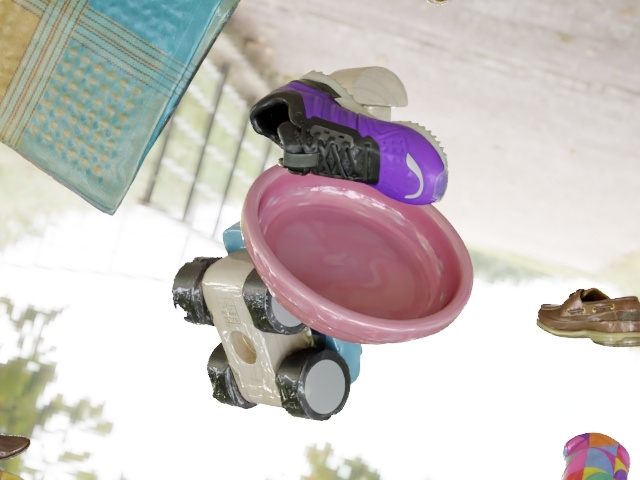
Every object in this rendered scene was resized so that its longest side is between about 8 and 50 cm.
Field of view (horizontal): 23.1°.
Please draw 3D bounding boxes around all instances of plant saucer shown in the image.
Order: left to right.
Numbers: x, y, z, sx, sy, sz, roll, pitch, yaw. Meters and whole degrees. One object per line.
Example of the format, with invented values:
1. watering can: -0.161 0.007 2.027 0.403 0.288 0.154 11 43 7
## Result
1. plant saucer: 0.042 0.024 2.121 0.332 0.084 0.332 16 -142 -13

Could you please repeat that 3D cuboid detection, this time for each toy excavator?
1. toy excavator: 0.000 0.000 2.380 0.222 0.433 0.445 1 -153 47

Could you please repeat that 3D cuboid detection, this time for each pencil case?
1. pencil case: 0.352 0.360 2.083 0.104 0.104 0.236 19 -143 9

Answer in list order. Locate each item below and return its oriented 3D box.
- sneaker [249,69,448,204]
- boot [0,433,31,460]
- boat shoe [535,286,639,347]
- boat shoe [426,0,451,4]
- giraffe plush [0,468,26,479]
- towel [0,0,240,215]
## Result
1. sneaker: 0.023 -0.111 1.955 0.146 0.102 0.293 -20 -141 -39
2. boot: -0.474 0.261 2.216 0.106 0.114 0.037 -11 -144 -2
3. boat shoe: 0.305 0.082 1.757 0.064 0.060 0.178 -1 -176 -26
4. boat shoe: 0.147 -0.272 1.365 0.063 0.170 0.059 32 -162 -27
5. giraffe plush: -0.309 0.350 1.671 0.170 0.210 0.181 0 131 48
6. towel: -0.293 -0.235 1.589 0.370 0.271 0.040 33 -167 6
